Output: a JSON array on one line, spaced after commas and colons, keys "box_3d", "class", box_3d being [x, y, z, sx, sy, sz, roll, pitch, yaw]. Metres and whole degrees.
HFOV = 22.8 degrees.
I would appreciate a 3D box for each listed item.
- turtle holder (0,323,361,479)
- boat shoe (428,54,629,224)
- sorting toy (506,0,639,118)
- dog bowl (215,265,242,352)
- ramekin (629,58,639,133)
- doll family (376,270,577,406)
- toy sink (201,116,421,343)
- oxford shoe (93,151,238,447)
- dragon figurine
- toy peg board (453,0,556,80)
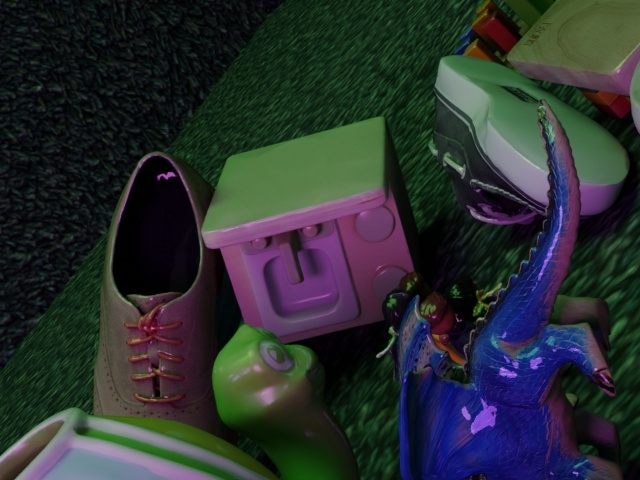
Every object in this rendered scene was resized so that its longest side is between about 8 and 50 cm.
[{"box_3d": [-0.093, 0.201, 0.930, 0.320, 0.227, 0.243, -42, 9, -5], "class": "turtle holder"}, {"box_3d": [0.148, -0.059, 1.239, 0.301, 0.108, 0.102, -124, 44, -64], "class": "boat shoe"}, {"box_3d": [0.288, -0.195, 1.184, 0.255, 0.089, 0.257, -48, 13, 0], "class": "sorting toy"}, {"box_3d": [-0.121, 0.072, 1.529, 0.297, 0.074, 0.166, 103, -175, -71], "class": "dog bowl"}, {"box_3d": [0.275, -0.102, 0.915, 0.207, 0.109, 0.207, -44, 13, 13], "class": "ramekin"}, {"box_3d": [0.092, 0.062, 1.018, 0.076, 0.111, 0.193, -52, 14, -19], "class": "doll family"}, {"box_3d": [0.000, 0.000, 1.345, 0.152, 0.131, 0.234, -15, 17, 6], "class": "toy sink"}, {"box_3d": [-0.139, 0.096, 1.297, 0.130, 0.123, 0.348, 69, -164, -74], "class": "oxford shoe"}, {"box_3d": [0.080, 0.080, 0.818, 0.144, 0.289, 0.085, -5, 28, 10], "class": "dragon figurine"}, {"box_3d": [0.183, -0.212, 1.592, 0.160, 0.079, 0.161, -40, 15, 30], "class": "toy peg board"}]
